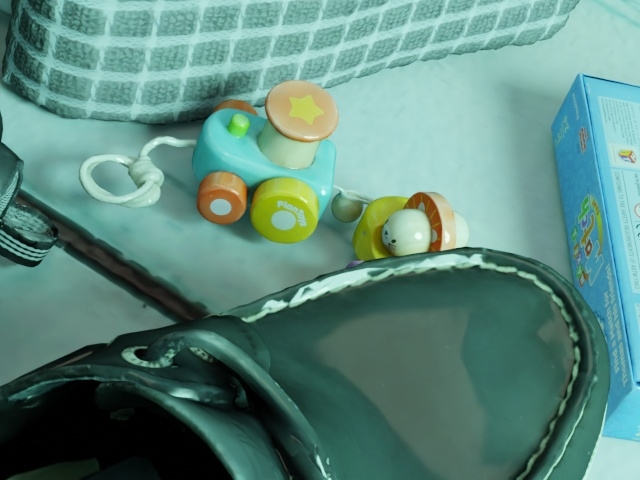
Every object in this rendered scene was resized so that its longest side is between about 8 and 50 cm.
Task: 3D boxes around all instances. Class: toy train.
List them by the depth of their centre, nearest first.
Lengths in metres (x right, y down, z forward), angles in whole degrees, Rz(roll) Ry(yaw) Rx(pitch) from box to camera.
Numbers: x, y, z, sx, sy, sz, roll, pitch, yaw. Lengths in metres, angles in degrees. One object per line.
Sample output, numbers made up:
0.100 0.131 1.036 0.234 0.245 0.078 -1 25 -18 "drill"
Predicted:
0.000 0.000 0.500 0.166 0.046 0.125 43 41 20 "toy train"

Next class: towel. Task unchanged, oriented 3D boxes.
0.023 -0.163 0.536 0.283 0.235 0.121 -12 59 -26 "towel"

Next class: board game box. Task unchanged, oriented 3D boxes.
0.205 0.018 0.572 0.211 0.039 0.160 9 48 -10 "board game box"

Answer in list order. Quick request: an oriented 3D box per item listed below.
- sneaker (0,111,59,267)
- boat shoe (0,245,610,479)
-0.178 -0.043 0.403 0.153 0.101 0.268 54 23 18 "sneaker"
-0.046 0.082 0.347 0.340 0.113 0.127 -24 67 -23 "boat shoe"
